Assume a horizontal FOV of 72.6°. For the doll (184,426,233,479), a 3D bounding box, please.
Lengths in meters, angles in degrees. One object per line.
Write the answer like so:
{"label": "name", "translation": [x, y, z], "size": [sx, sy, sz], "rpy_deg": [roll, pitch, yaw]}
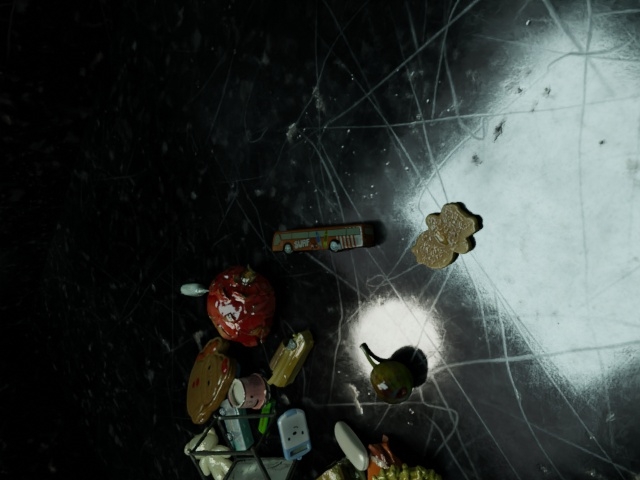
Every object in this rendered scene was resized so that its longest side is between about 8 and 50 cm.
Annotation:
{"label": "doll", "translation": [-0.523, 1.068, 2.147], "size": [0.278, 0.175, 0.149], "rpy_deg": [49, 161, 9]}

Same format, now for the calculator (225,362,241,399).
{"label": "calculator", "translation": [-0.458, 0.662, 1.991], "size": [0.051, 0.173, 0.293], "rpy_deg": [37, 130, -24]}

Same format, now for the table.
{"label": "table", "translation": [-0.312, 0.884, 1.798], "size": [0.335, 0.222, 0.272], "rpy_deg": [-14, 106, 24]}

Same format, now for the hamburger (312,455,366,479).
{"label": "hamburger", "translation": [0.066, 0.941, 1.637], "size": [0.192, 0.167, 0.288], "rpy_deg": [48, 123, 19]}

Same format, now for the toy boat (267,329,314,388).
{"label": "toy boat", "translation": [-0.130, 0.470, 1.743], "size": [0.115, 0.089, 0.310], "rpy_deg": [40, 120, 27]}

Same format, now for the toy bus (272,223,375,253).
{"label": "toy bus", "translation": [0.000, 0.000, 1.557], "size": [0.409, 0.093, 0.092], "rpy_deg": [-4, 89, 36]}

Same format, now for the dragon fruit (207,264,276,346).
{"label": "dragon fruit", "translation": [-0.309, 0.254, 1.729], "size": [0.277, 0.277, 0.342], "rpy_deg": [25, 122, 31]}

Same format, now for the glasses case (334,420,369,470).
{"label": "glasses case", "translation": [0.112, 0.751, 1.603], "size": [0.204, 0.051, 0.081], "rpy_deg": [38, 123, 55]}

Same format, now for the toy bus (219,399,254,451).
{"label": "toy bus", "translation": [-0.389, 0.830, 2.009], "size": [0.109, 0.091, 0.262], "rpy_deg": [-15, 90, 27]}

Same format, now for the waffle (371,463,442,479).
{"label": "waffle", "translation": [0.278, 0.833, 1.445], "size": [0.253, 0.056, 0.249], "rpy_deg": [4, 116, -5]}

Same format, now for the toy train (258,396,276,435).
{"label": "toy train", "translation": [-0.241, 0.784, 1.914], "size": [0.044, 0.042, 0.209], "rpy_deg": [24, 112, 32]}

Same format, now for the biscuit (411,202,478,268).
{"label": "biscuit", "translation": [0.372, -0.004, 1.314], "size": [0.166, 0.036, 0.225], "rpy_deg": [43, 123, 24]}

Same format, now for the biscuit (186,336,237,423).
{"label": "biscuit", "translation": [-0.492, 0.612, 1.946], "size": [0.381, 0.074, 0.359], "rpy_deg": [-41, 42, 37]}

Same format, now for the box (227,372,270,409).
{"label": "box", "translation": [-0.309, 0.647, 1.856], "size": [0.151, 0.135, 0.151], "rpy_deg": [-9, 77, 44]}

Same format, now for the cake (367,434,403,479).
{"label": "cake", "translation": [0.230, 0.843, 1.530], "size": [0.135, 0.098, 0.287], "rpy_deg": [17, 113, 53]}

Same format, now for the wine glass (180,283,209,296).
{"label": "wine glass", "translation": [-0.559, 0.234, 2.033], "size": [0.262, 0.074, 0.074], "rpy_deg": [-1, 98, 37]}

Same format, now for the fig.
{"label": "fig", "translation": [0.205, 0.444, 1.484], "size": [0.245, 0.149, 0.149], "rpy_deg": [38, 122, 54]}

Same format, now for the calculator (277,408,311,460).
{"label": "calculator", "translation": [-0.104, 0.788, 1.769], "size": [0.039, 0.121, 0.210], "rpy_deg": [-7, 94, 64]}
